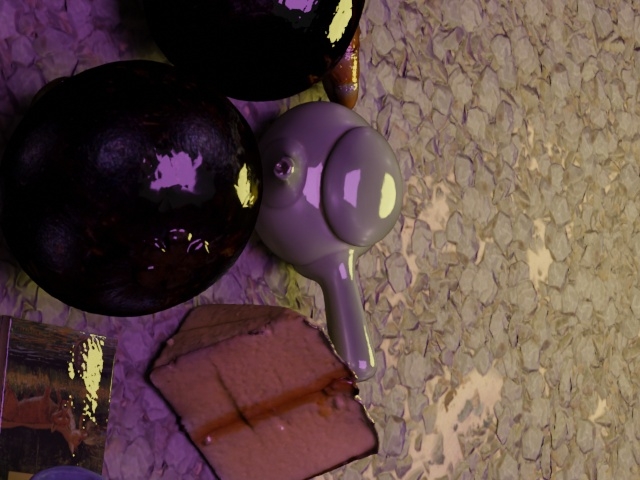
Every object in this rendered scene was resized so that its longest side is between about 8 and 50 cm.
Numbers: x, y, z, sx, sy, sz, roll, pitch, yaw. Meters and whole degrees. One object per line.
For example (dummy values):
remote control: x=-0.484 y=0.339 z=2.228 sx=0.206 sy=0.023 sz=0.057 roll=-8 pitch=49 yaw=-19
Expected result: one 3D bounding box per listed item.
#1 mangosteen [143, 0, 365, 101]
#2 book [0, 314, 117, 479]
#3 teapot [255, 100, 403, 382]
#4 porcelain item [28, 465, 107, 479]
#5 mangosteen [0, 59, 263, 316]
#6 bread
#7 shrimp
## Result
mangosteen: x=-0.069 y=-0.291 z=2.087 sx=0.302 sy=0.275 sz=0.275 roll=17 pitch=71 yaw=-81
book: x=-0.289 y=0.204 z=1.948 sx=0.160 sy=0.024 sz=0.228 roll=18 pitch=74 yaw=-49
teapot: x=0.026 y=-0.010 z=2.221 sx=0.220 sy=0.149 sz=0.318 roll=-35 pitch=116 yaw=-39
porcelain item: x=-0.265 y=0.358 z=1.845 sx=0.141 sy=0.141 sz=0.259 roll=-18 pitch=128 yaw=-47
mangosteen: x=-0.200 y=-0.063 z=1.901 sx=0.288 sy=0.288 sz=0.288 roll=4 pitch=84 yaw=-48
bread: x=-0.052 y=0.189 z=2.099 sx=0.135 sy=0.178 sz=0.240 roll=-55 pitch=127 yaw=-37
shrimp: x=0.014 y=-0.301 z=2.258 sx=0.152 sy=0.063 sz=0.287 roll=-78 pitch=161 yaw=-83
